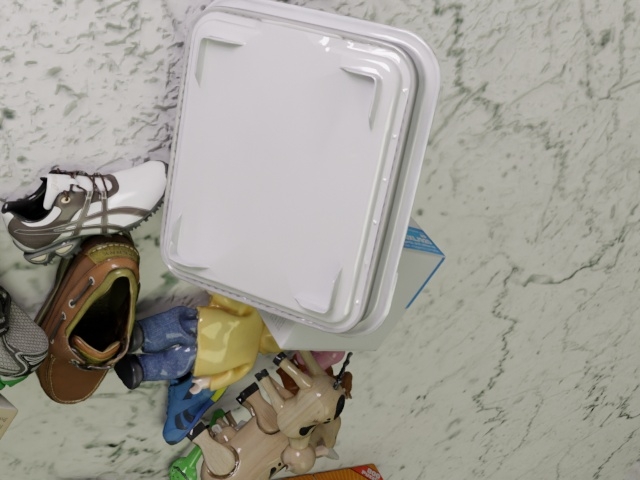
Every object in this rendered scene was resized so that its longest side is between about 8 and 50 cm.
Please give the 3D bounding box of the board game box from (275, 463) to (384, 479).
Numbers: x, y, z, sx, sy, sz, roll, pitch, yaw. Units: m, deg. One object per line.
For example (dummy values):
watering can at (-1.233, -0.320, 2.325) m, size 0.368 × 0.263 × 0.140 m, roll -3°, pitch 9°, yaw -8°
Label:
board game box at (-0.011, 0.742, 1.613) m, size 0.356 × 0.356 × 0.356 m, roll 3°, pitch 127°, yaw -37°

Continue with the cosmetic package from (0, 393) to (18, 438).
cosmetic package at (-0.502, 0.286, 0.854) m, size 0.309 × 0.113 × 0.160 m, roll -60°, pitch 155°, yaw -5°

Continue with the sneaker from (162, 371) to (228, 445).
sneaker at (-0.214, 0.247, 1.225) m, size 0.082 × 0.069 × 0.209 m, roll 32°, pitch 124°, yaw -10°

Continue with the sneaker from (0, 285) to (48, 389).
sneaker at (-0.393, 0.045, 0.835) m, size 0.146 × 0.134 × 0.343 m, roll -31°, pitch 140°, yaw -5°

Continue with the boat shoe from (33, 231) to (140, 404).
boat shoe at (-0.305, 0.121, 0.993) m, size 0.110 × 0.104 × 0.307 m, roll -3°, pitch 131°, yaw -32°

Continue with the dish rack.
dish rack at (-0.044, -0.071, 0.801) m, size 0.072 × 0.285 × 0.333 m, roll -25°, pitch 130°, yaw -63°

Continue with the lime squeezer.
lime squeezer at (-0.227, 0.427, 1.405) m, size 0.110 × 0.059 × 0.310 m, roll -43°, pitch 150°, yaw -40°

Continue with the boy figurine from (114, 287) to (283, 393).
boy figurine at (-0.150, 0.131, 1.119) m, size 0.285 × 0.092 × 0.177 m, roll -8°, pitch 106°, yaw -33°

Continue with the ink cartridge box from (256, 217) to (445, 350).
ink cartridge box at (0.000, 0.000, 0.981) m, size 0.168 × 0.233 × 0.171 m, roll 8°, pitch 124°, yaw -42°

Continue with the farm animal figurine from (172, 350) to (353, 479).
farm animal figurine at (-0.056, 0.287, 1.162) m, size 0.327 × 0.172 × 0.330 m, roll -38°, pitch 171°, yaw 0°

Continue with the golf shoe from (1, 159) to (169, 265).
golf shoe at (-0.264, -0.047, 0.877) m, size 0.198 × 0.077 × 0.094 m, roll -30°, pitch 140°, yaw -7°
